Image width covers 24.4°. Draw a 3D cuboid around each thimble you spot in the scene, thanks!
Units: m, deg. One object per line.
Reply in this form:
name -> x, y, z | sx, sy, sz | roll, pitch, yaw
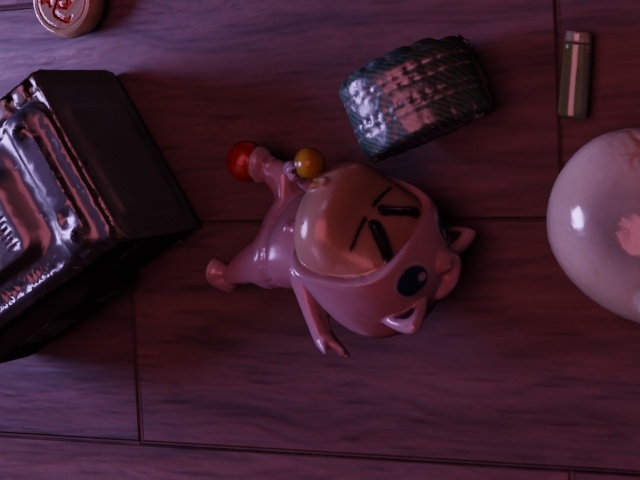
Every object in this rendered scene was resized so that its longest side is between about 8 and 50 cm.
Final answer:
thimble -> 0.091, -0.138, 1.438 | 0.135, 0.118, 0.090 | -23, 87, 24

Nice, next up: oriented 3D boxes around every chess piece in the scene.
chess piece -> -0.278, -0.266, 1.641 | 0.083, 0.038, 0.084 | 2, 95, 26

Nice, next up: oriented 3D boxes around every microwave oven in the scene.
microwave oven -> -0.325, -0.020, 1.611 | 0.295, 0.181, 0.238 | -34, 80, 24

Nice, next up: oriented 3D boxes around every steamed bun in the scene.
steamed bun -> 0.312, -0.006, 1.345 | 0.228, 0.130, 0.177 | 30, 106, 21

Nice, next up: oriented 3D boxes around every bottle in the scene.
bottle -> 0.244, -0.158, 1.415 | 0.030, 0.030, 0.083 | 6, 97, 24

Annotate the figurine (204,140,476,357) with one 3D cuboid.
figurine -> 0.000, 0.000, 1.473 | 0.287, 0.186, 0.176 | 19, 64, 38
